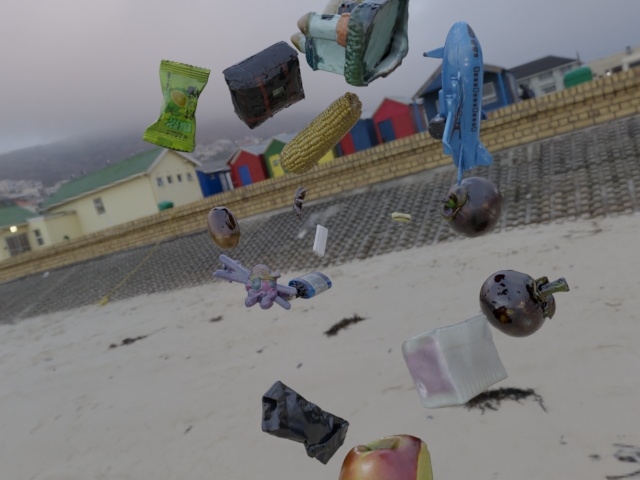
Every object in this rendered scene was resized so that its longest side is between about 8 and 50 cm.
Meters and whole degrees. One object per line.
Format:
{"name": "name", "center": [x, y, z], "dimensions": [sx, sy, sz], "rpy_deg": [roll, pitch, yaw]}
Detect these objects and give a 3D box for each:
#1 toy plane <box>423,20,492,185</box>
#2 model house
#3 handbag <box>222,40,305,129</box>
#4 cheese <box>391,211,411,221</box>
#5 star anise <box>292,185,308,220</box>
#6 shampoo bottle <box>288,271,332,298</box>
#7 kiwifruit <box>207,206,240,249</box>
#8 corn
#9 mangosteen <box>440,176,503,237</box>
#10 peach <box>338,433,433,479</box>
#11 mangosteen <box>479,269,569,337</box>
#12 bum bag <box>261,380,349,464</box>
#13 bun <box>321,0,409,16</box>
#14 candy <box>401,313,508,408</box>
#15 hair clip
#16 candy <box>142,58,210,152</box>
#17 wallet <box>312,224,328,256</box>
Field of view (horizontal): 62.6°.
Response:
{"name": "toy plane", "center": [0.251, -0.246, 0.947], "dimensions": [0.104, 0.272, 0.254], "rpy_deg": [-4, 21, 33]}
{"name": "model house", "center": [0.043, -0.496, 1.267], "dimensions": [0.290, 0.185, 0.253], "rpy_deg": [15, 42, 26]}
{"name": "handbag", "center": [-0.153, -0.434, 1.489], "dimensions": [0.215, 0.155, 0.169], "rpy_deg": [-32, -30, -12]}
{"name": "cheese", "center": [0.346, -0.102, 2.252], "dimensions": [0.083, 0.030, 0.044], "rpy_deg": [8, 40, 3]}
{"name": "star anise", "center": [-0.084, -0.146, 2.063], "dimensions": [0.042, 0.141, 0.141], "rpy_deg": [7, 0, -17]}
{"name": "shampoo bottle", "center": [-0.037, 0.140, 1.630], "dimensions": [0.087, 0.050, 0.183], "rpy_deg": [29, 19, 20]}
{"name": "kiwifruit", "center": [-0.232, -0.029, 1.265], "dimensions": [0.075, 0.075, 0.125], "rpy_deg": [-17, 50, -15]}
{"name": "corn", "center": [0.003, -0.285, 1.439], "dimensions": [0.293, 0.106, 0.106], "rpy_deg": [-36, -5, 30]}
{"name": "mangosteen", "center": [0.530, -0.126, 1.850], "dimensions": [0.215, 0.216, 0.216], "rpy_deg": [-15, 6, 2]}
{"name": "peach", "center": [0.151, 0.570, 1.125], "dimensions": [0.248, 0.275, 0.245], "rpy_deg": [2, -23, -45]}
{"name": "mangosteen", "center": [0.670, 0.186, 1.737], "dimensions": [0.289, 0.231, 0.231], "rpy_deg": [-43, -9, 31]}
{"name": "bum bag", "center": [-0.045, 0.503, 1.442], "dimensions": [0.074, 0.310, 0.137], "rpy_deg": [-19, 40, 53]}
{"name": "bun", "center": [0.135, -0.635, 1.565], "dimensions": [0.272, 0.273, 0.169], "rpy_deg": [-15, 46, 4]}
{"name": "candy", "center": [0.394, 0.345, 1.530], "dimensions": [0.145, 0.208, 0.358], "rpy_deg": [-26, -14, 37]}
{"name": "hair clip", "center": [-0.208, 0.126, 1.563], "dimensions": [0.278, 0.137, 0.090], "rpy_deg": [25, 2, 24]}
{"name": "candy", "center": [-0.404, -0.380, 1.485], "dimensions": [0.148, 0.247, 0.069], "rpy_deg": [10, 1, -28]}
{"name": "wallet", "center": [0.000, 0.000, 2.149], "dimensions": [0.025, 0.122, 0.061], "rpy_deg": [-15, -36, 40]}
